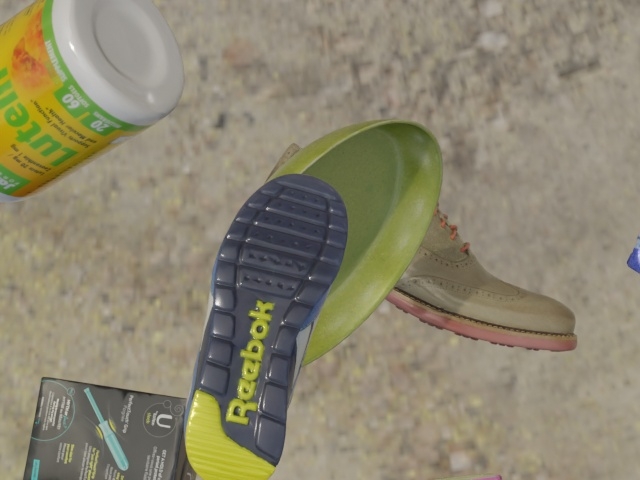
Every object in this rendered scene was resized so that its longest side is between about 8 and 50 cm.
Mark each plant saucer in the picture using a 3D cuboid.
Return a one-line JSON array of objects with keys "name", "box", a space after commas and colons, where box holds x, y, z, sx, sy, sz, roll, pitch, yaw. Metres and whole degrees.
[{"name": "plant saucer", "box": [0.000, 0.000, 1.360, 0.241, 0.037, 0.241, -34, 147, -27]}]

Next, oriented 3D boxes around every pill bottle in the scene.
[{"name": "pill bottle", "box": [-0.245, -0.114, 1.460, 0.246, 0.136, 0.136, -27, 125, 33]}]

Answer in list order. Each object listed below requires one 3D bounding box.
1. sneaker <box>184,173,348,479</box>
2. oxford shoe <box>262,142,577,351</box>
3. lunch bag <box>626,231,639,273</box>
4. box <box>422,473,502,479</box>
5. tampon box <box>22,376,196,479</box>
[{"name": "sneaker", "box": [-0.028, 0.039, 0.762, 0.053, 0.144, 0.059, 19, 166, -2]}, {"name": "oxford shoe", "box": [0.102, 0.011, 1.699, 0.348, 0.123, 0.130, 21, 91, -3]}, {"name": "lunch bag", "box": [0.358, -0.030, 0.968, 0.293, 0.138, 0.221, 26, 105, 18]}, {"name": "box", "box": [-0.037, 0.218, 0.712, 0.243, 0.213, 0.117, -2, 166, -24]}, {"name": "tampon box", "box": [-0.214, 0.218, 1.827, 0.161, 0.120, 0.101, 8, 170, 10]}]
